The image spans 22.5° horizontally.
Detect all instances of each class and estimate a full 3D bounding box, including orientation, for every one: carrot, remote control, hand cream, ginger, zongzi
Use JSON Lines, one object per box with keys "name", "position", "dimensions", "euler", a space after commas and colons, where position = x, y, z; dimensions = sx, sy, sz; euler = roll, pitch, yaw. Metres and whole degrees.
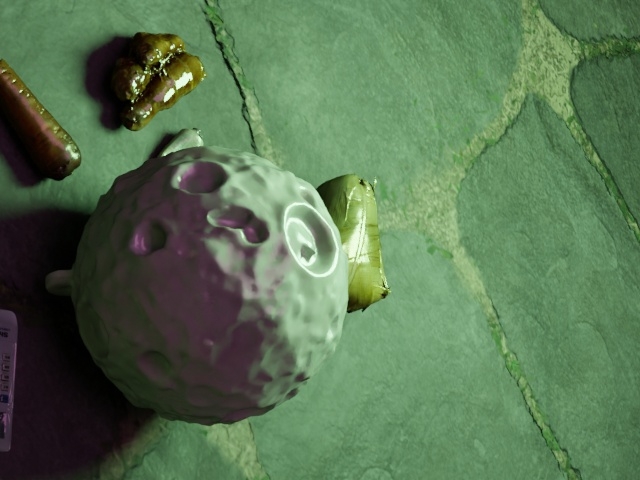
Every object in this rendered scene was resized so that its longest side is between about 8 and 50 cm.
{"name": "carrot", "position": [-0.346, -0.144, 1.925], "dimensions": [0.161, 0.055, 0.055], "euler": [57, 43, -16]}
{"name": "remote control", "position": [-0.374, 0.155, 1.808], "dimensions": [0.061, 0.029, 0.162], "euler": [15, 71, -43]}
{"name": "hand cream", "position": [-0.199, -0.086, 2.094], "dimensions": [0.057, 0.037, 0.165], "euler": [49, 53, -27]}
{"name": "ginger", "position": [-0.215, -0.217, 2.079], "dimensions": [0.103, 0.073, 0.162], "euler": [57, 44, -17]}
{"name": "zongzi", "position": [0.000, 0.000, 2.242], "dimensions": [0.197, 0.099, 0.194], "euler": [7, 72, -40]}

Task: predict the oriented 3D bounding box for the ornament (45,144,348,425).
{"name": "ornament", "position": [-0.122, 0.051, 1.914], "dimensions": [0.337, 0.337, 0.337], "euler": [19, 63, -44]}
